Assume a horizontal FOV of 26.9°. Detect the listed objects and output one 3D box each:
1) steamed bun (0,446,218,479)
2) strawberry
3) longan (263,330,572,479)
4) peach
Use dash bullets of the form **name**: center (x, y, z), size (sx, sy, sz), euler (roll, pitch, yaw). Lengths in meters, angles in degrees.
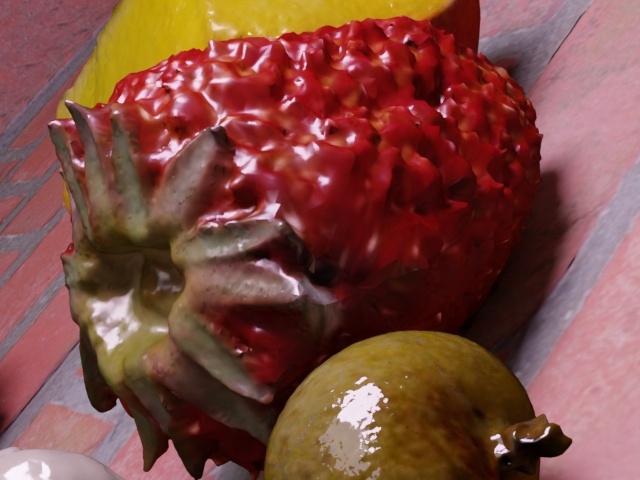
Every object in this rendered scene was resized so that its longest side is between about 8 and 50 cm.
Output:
- **steamed bun**: center (-0.128, 0.238, 0.613), size (0.206, 0.275, 0.320), euler (-24, -2, -26)
- **strawberry**: center (-0.001, 0.001, 0.898), size (0.343, 0.292, 0.292), euler (-12, -4, -42)
- **longan**: center (0.052, 0.121, 0.694), size (0.176, 0.145, 0.154), euler (-20, 68, 42)
- **peach**: center (-0.025, -0.126, 1.119), size (0.380, 0.306, 0.242), euler (-47, 51, 36)
